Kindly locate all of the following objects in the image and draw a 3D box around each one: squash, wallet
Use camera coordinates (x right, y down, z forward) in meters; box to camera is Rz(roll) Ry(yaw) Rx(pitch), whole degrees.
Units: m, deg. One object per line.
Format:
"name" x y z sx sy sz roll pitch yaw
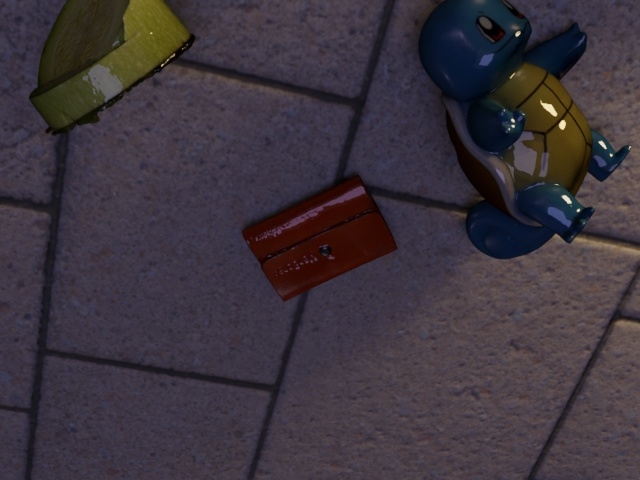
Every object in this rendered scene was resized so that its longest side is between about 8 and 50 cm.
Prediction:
"squash" -0.272 -0.227 0.915 0.220 0.220 0.133 -30 120 12
"wallet" 0.000 0.000 1.158 0.205 0.045 0.142 -25 118 9

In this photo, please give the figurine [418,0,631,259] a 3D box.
"figurine" 0.286 -0.142 1.026 0.298 0.243 0.416 -42 127 -31
